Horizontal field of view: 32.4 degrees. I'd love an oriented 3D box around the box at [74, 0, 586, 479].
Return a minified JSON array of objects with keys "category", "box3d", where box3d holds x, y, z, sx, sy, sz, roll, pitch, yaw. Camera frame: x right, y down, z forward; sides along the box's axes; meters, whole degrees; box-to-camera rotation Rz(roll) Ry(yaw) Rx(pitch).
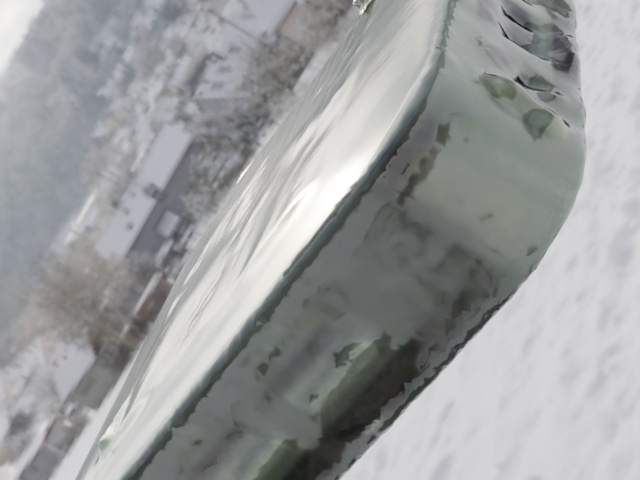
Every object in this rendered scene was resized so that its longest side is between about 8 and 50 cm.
[{"category":"box","box3d":[0.001,0.001,0.653,0.396,0.111,0.396,-51,12,32]}]
